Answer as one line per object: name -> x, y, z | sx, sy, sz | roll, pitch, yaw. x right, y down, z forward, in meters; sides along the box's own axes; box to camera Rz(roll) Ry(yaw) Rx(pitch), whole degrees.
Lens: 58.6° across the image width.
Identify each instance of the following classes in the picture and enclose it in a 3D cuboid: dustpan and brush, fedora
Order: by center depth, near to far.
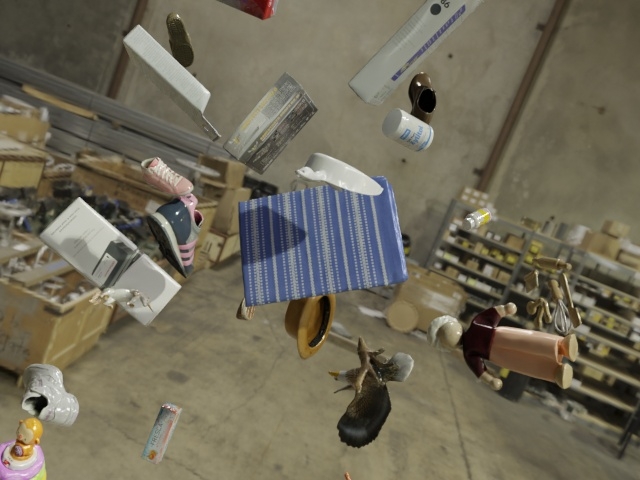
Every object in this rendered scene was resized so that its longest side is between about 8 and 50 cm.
dustpan and brush -> 0.011, -0.113, 0.986 | 0.147, 0.060, 0.211 | 26, 1, 22
fedora -> -0.033, 0.186, 1.371 | 0.079, 0.195, 0.194 | 16, 6, 24

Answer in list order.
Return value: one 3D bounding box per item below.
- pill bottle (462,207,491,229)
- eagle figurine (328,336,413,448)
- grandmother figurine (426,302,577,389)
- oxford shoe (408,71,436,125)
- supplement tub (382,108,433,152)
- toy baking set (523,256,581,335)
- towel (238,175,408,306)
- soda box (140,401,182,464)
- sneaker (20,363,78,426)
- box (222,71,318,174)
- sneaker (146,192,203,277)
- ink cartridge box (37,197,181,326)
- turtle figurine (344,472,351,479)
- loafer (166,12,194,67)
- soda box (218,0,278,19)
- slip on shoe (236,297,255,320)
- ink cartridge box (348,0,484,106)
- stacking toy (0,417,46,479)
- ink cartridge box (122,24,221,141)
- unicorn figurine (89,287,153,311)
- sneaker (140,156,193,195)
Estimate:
pill bottle -> 0.419, -0.056, 1.535 | 0.083, 0.044, 0.043 | -23, 36, -34
eagle figurine -> 0.128, 0.428, 1.675 | 0.226, 0.299, 0.225 | -32, 47, -31
grandmother figurine -> 0.411, 0.239, 1.340 | 0.342, 0.208, 0.104 | 5, -35, 37
oxford shoe -> 0.311, -0.426, 1.684 | 0.082, 0.227, 0.096 | 12, -35, -11
supplement tub -> 0.205, -0.256, 1.336 | 0.107, 0.071, 0.071 | 19, 8, -33
toy baking set -> 0.612, 0.142, 1.496 | 0.030, 0.197, 0.256 | 1, 0, -11
towel -> 0.000, 0.000, 1.184 | 0.335, 0.243, 0.040 | -9, -23, 3
soda box -> -0.516, 0.626, 1.858 | 0.058, 0.183, 0.063 | 22, -3, 6
sneaker -> -0.900, 0.482, 1.838 | 0.305, 0.114, 0.152 | 27, -3, 37
box -> -0.118, -0.279, 1.401 | 0.056, 0.231, 0.183 | 42, 5, 13
sneaker -> -0.351, -0.006, 1.489 | 0.112, 0.131, 0.319 | 41, -22, 12
ink cartridge box -> -0.644, 0.065, 1.764 | 0.395, 0.166, 0.285 | 45, -14, -16
turtle figurine -> 0.197, 0.597, 1.299 | 0.269, 0.087, 0.217 | 28, 2, 36
loafer -> -0.341, -0.489, 1.389 | 0.056, 0.148, 0.050 | -10, 56, -11
soda box -> -0.256, -0.742, 1.682 | 0.263, 0.084, 0.092 | 24, 33, 6
slip on shoe -> -0.201, 0.167, 1.608 | 0.041, 0.135, 0.051 | -15, -46, 29
ink cartridge box -> 0.207, -0.418, 1.183 | 0.065, 0.332, 0.165 | 49, 17, 3
stacking toy -> -0.665, 0.502, 1.250 | 0.175, 0.302, 0.165 | 38, 26, 20
ink cartridge box -> -0.260, -0.282, 1.065 | 0.224, 0.045, 0.223 | 45, -4, -16
unicorn figurine -> -0.487, 0.144, 1.430 | 0.161, 0.060, 0.111 | 19, 1, -19
sneaker -> -0.363, -0.151, 1.331 | 0.134, 0.051, 0.070 | 20, -34, 18
